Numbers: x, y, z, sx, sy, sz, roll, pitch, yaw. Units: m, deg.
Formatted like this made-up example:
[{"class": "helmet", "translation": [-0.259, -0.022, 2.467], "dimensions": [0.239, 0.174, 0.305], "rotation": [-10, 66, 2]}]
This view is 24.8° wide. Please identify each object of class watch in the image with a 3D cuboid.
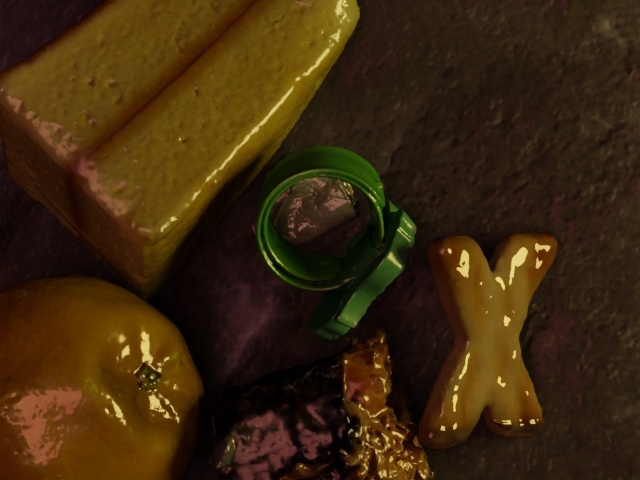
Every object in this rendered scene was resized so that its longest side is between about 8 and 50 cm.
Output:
[{"class": "watch", "translation": [0.000, 0.000, 1.431], "dimensions": [0.152, 0.131, 0.165], "rotation": [36, 111, -16]}]

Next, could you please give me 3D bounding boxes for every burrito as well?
[{"class": "burrito", "translation": [-0.019, -0.035, 1.507], "dimensions": [0.118, 0.044, 0.074], "rotation": [-27, 97, 13]}]

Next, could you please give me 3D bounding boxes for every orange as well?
[{"class": "orange", "translation": [-0.243, 0.164, 1.463], "dimensions": [0.235, 0.279, 0.279], "rotation": [-28, 86, 25]}]

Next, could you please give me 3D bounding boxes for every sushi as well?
[{"class": "sushi", "translation": [0.019, 0.283, 1.429], "dimensions": [0.208, 0.234, 0.348], "rotation": [-17, 94, 15]}]

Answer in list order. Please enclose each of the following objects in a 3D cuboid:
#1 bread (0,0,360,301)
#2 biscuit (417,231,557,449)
[{"class": "bread", "translation": [-0.133, -0.152, 1.526], "dimensions": [0.233, 0.245, 0.362], "rotation": [44, 73, 9]}, {"class": "biscuit", "translation": [0.160, 0.095, 1.424], "dimensions": [0.047, 0.164, 0.207], "rotation": [9, 98, 50]}]
